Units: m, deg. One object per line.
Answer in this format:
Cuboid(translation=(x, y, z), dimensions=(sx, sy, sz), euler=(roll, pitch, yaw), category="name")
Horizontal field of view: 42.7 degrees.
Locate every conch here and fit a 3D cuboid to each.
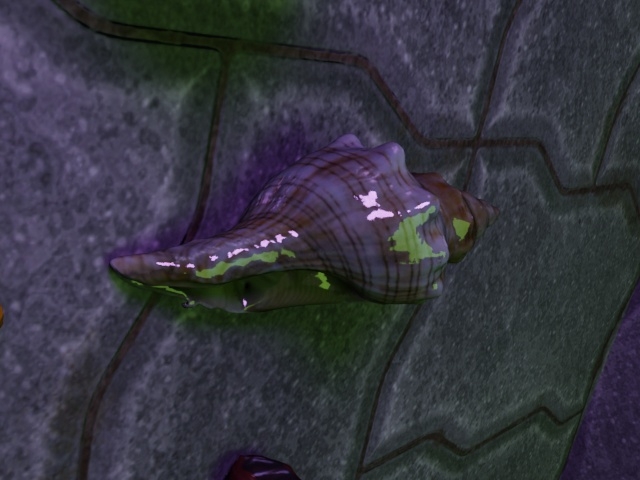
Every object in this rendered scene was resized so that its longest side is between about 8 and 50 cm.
Cuboid(translation=(0.000, -0.011, 0.787), dimensions=(0.387, 0.169, 0.203), euler=(2, 143, -13), category="conch")

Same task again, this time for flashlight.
Cuboid(translation=(-0.098, 0.361, 0.927), dimensions=(0.093, 0.093, 0.231), euler=(11, 104, -54), category="flashlight")

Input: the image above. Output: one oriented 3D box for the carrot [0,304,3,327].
Cuboid(translation=(-0.295, 0.077, 0.541), dimensions=(0.171, 0.042, 0.042), euler=(-26, 129, -38), category="carrot")
